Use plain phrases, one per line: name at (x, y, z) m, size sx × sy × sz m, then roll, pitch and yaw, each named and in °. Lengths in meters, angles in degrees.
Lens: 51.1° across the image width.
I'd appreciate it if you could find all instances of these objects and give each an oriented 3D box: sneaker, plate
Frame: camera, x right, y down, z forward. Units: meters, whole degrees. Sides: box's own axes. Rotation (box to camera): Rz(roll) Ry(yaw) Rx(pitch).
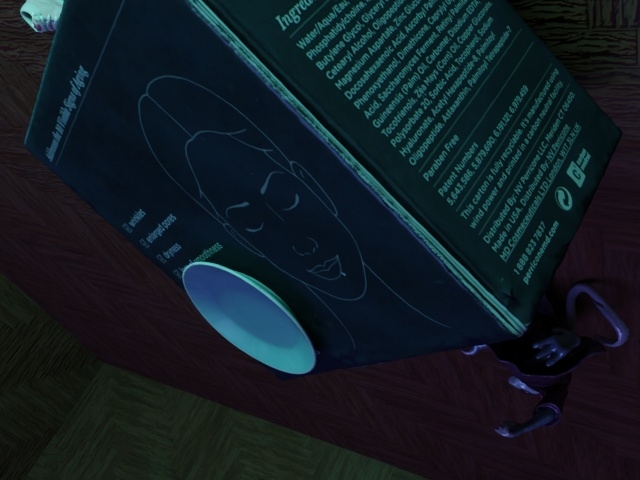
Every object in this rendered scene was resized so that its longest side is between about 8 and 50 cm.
sneaker at (-0.439, -0.368, 1.126) m, size 0.134 × 0.070 × 0.051 m, roll 28°, pitch 150°, yaw 1°
plate at (-0.079, 0.086, 0.779) m, size 0.188 × 0.024 × 0.188 m, roll 27°, pitch 149°, yaw 19°

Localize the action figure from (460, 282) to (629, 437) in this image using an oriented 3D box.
action figure at (0.401, 0.204, 1.249) m, size 0.276 × 0.248 × 0.370 m, roll -31°, pitch 142°, yaw 10°

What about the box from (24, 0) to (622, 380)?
box at (-0.034, -0.115, 0.767) m, size 0.472 × 0.297 × 0.480 m, roll 43°, pitch 149°, yaw -12°
